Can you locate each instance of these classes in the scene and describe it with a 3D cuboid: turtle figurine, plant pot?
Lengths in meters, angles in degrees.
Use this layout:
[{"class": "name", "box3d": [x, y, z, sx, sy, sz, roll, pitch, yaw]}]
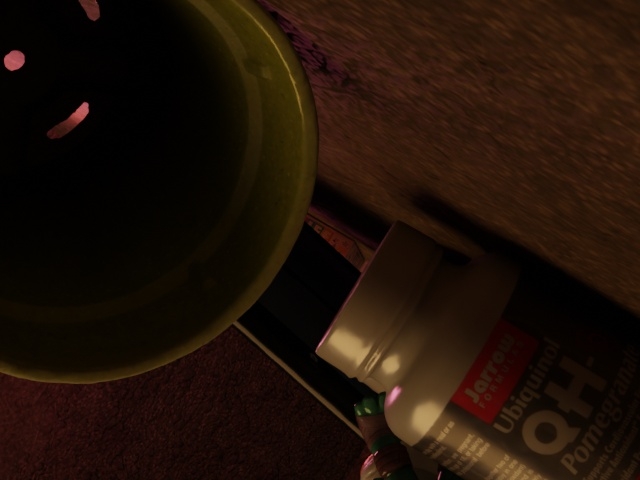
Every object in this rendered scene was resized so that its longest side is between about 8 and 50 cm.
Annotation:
[{"class": "turtle figurine", "box3d": [0.102, 0.236, 1.212, 0.175, 0.118, 0.234, 16, -142, -25]}, {"class": "plant pot", "box3d": [-0.178, -0.085, 0.941, 0.276, 0.276, 0.254, 35, -176, -34]}]

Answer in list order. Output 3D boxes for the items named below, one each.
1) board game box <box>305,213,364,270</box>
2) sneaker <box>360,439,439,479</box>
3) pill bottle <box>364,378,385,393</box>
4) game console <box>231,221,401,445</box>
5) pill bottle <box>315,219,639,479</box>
[{"class": "board game box", "box3d": [0.000, 0.000, 1.797, 0.103, 0.026, 0.154, 31, 175, 10]}, {"class": "sneaker", "box3d": [0.146, 0.297, 1.360, 0.262, 0.099, 0.121, 29, -150, -27]}, {"class": "pill bottle", "box3d": [0.167, 0.145, 1.412, 0.301, 0.169, 0.169, 35, 174, -31]}, {"class": "game console", "box3d": [-0.005, 0.074, 1.529, 0.386, 0.060, 0.342, 42, -168, -9]}, {"class": "pill bottle", "box3d": [0.163, 0.120, 1.160, 0.318, 0.176, 0.176, 31, 175, 1]}]
